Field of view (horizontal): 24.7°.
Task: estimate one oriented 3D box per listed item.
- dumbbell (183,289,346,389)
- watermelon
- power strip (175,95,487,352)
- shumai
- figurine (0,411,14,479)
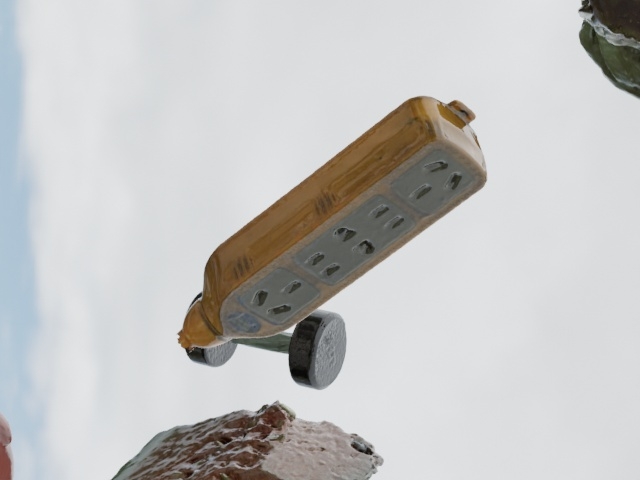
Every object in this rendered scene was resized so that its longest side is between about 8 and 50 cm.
[{"bbox_3d":[-0.070,0.123,1.828,0.191,0.100,0.100,10,-81,27],"label":"dumbbell"},{"bbox_3d":[-0.057,0.211,1.261,0.256,0.193,0.140,-27,-82,47],"label":"watermelon"},{"bbox_3d":[0.000,0.000,0.659,0.178,0.049,0.028,-37,-135,22],"label":"power strip"},{"bbox_3d":[0.419,-0.272,1.621,0.225,0.260,0.222,61,1,6],"label":"shumai"},{"bbox_3d":[-0.321,0.222,1.173,0.207,0.166,0.387,-140,-108,-79],"label":"figurine"}]
